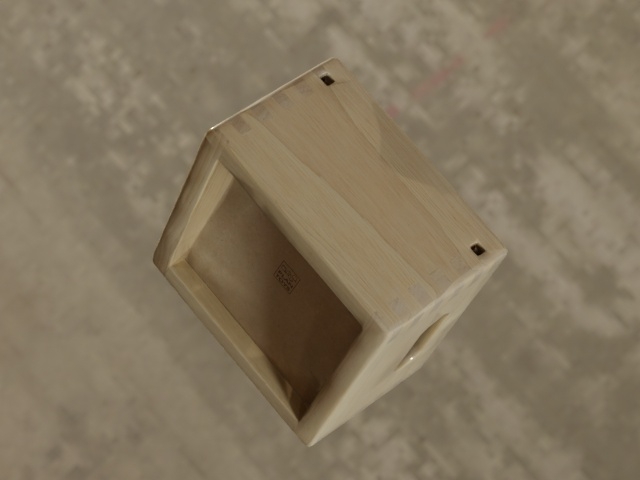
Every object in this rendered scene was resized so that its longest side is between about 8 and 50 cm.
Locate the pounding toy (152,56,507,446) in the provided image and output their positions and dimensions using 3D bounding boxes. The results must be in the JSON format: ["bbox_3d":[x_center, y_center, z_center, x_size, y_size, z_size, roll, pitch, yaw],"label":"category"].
[{"bbox_3d":[0.000,0.000,0.807,0.130,0.100,0.141,49,-32,13],"label":"pounding toy"}]
